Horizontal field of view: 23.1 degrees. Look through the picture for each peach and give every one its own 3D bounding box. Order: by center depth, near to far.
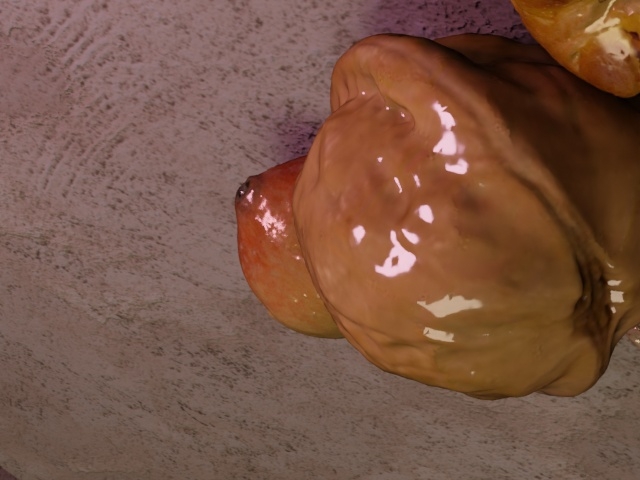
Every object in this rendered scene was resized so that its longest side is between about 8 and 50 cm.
[{"bbox_3d":[0.000,0.000,1.776,0.232,0.232,0.232,17,149,10],"label":"peach"}]

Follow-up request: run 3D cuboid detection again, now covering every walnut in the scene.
[{"bbox_3d":[0.157,-0.031,1.481,0.383,0.383,0.383,17,149,10],"label":"walnut"}]

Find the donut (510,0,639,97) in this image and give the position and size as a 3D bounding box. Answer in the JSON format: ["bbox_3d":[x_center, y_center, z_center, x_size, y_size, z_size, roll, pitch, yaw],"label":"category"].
[{"bbox_3d":[0.297,-0.245,1.257,0.317,0.150,0.299,4,144,30],"label":"donut"}]

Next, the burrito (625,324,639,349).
[{"bbox_3d":[0.498,0.132,1.768,0.347,0.107,0.175,29,162,-6],"label":"burrito"}]
